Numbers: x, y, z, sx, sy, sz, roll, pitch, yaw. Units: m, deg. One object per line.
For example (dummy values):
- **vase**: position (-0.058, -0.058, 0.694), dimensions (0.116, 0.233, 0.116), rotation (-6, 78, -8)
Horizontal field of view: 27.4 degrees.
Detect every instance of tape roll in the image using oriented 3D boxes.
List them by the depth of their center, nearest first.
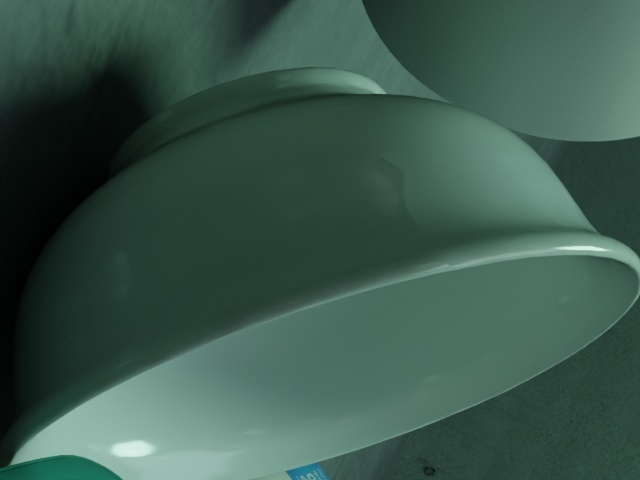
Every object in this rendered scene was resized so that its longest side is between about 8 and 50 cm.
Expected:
- **tape roll**: position (0.145, -0.198, 0.704), dimensions (0.246, 0.246, 0.169), rotation (-56, 166, -29)

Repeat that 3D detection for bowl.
- **bowl**: position (-0.015, 0.012, 0.609), dimensions (0.298, 0.134, 0.298), rotation (-16, 161, -6)

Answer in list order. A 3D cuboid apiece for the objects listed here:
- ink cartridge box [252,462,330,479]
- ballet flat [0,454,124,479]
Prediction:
- **ink cartridge box**: position (-0.067, 0.248, 0.742), dimensions (0.171, 0.168, 0.233), rotation (-38, 165, 18)
- **ballet flat**: position (-0.139, 0.115, 0.444), dimensions (0.079, 0.077, 0.221), rotation (-62, 156, 3)
